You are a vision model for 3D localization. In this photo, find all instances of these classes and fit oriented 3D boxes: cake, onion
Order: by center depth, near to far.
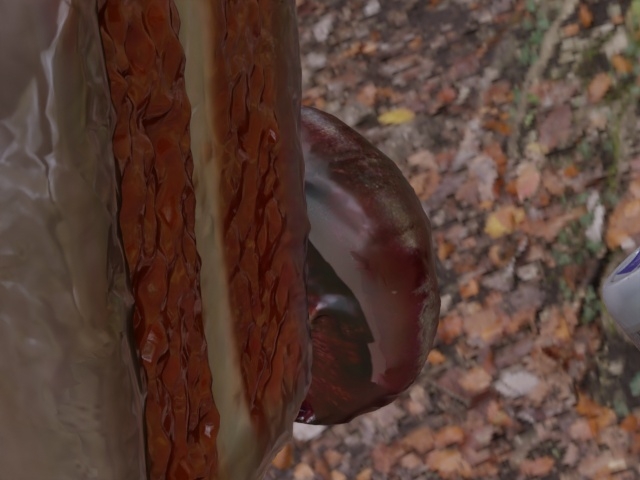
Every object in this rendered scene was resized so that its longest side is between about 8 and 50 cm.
[{"bbox_3d":[-0.133,-0.024,0.501,0.230,0.308,0.237,3,24,18],"label":"cake"},{"bbox_3d":[0.000,0.000,1.023,0.272,0.272,0.195,25,43,36],"label":"onion"}]

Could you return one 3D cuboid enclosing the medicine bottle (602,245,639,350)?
[{"bbox_3d":[0.324,0.080,0.976,0.135,0.135,0.215,-40,88,-11],"label":"medicine bottle"}]
